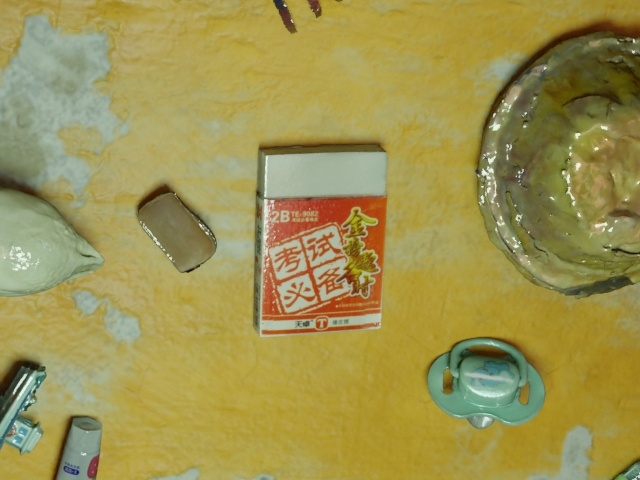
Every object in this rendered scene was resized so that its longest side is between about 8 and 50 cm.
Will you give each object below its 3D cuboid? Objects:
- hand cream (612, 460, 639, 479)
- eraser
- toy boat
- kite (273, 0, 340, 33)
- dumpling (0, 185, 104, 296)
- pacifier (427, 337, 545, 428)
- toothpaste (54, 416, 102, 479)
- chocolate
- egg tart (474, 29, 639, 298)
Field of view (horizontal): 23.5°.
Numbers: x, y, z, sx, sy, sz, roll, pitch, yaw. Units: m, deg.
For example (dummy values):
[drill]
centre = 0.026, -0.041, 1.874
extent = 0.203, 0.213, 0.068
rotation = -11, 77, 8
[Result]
[hand cream]
centre = 0.397, 0.373, 2.095
extent = 0.175, 0.046, 0.095
rotation = -43, 115, 5
[eraser]
centre = 0.000, 0.000, 1.859
extent = 0.157, 0.038, 0.230
rotation = -3, 107, -17
[toy boat]
centre = -0.352, 0.210, 1.792
extent = 0.066, 0.059, 0.140
rotation = 32, 96, -6
[kite]
centre = -0.060, -0.357, 1.748
extent = 0.141, 0.015, 0.245
rotation = -32, 112, -4
[dumpling]
centre = -0.357, 0.015, 1.705
extent = 0.216, 0.166, 0.126
rotation = -7, 67, -51
[pacifier]
centre = 0.209, 0.193, 1.964
extent = 0.150, 0.127, 0.117
rotation = 1, 143, -2
[toothpaste]
centre = -0.300, 0.308, 1.852
extent = 0.067, 0.043, 0.194
rotation = 6, 109, -23
[chocolate]
centre = -0.168, -0.014, 1.804
extent = 0.064, 0.031, 0.101
rotation = -37, 110, 14
[egg tart]
centre = 0.366, -0.084, 1.898
extent = 0.352, 0.150, 0.352
rotation = -4, 103, -16
